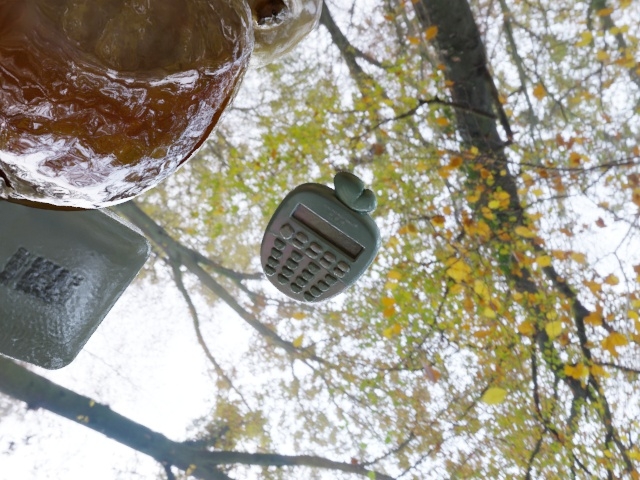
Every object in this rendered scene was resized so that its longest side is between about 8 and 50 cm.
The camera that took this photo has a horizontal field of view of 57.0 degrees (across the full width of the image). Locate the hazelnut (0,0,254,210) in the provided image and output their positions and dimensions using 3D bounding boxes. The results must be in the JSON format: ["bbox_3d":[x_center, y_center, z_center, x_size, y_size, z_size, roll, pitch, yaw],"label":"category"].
[{"bbox_3d":[-0.242,-0.176,0.483,0.372,0.372,0.315,-28,-132,13],"label":"hazelnut"}]

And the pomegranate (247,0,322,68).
[{"bbox_3d":[-0.141,-0.499,1.164,0.342,0.342,0.342,-18,-131,22],"label":"pomegranate"}]

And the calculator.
[{"bbox_3d":[0.000,0.000,1.001,0.295,0.184,0.042,-53,-177,39],"label":"calculator"}]

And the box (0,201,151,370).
[{"bbox_3d":[-0.593,0.060,1.220,0.367,0.373,0.090,-54,-138,-3],"label":"box"}]
